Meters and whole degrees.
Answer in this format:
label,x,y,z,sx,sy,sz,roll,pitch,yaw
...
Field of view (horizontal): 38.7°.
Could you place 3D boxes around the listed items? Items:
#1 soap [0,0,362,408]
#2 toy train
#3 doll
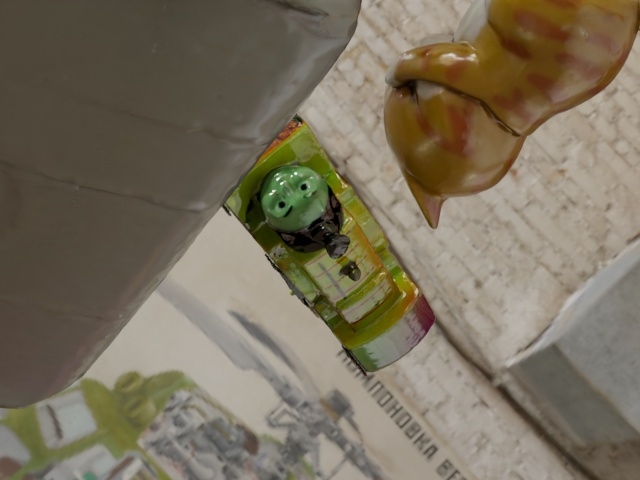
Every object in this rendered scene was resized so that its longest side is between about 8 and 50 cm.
label,x,y,z,sx,sy,sz,roll,pitch,yaw
soap,-0.230,-0.092,0.506,0.350,0.212,0.435,19,-43,-29
toy train,0.000,0.000,0.770,0.160,0.100,0.296,47,-3,34
doll,0.162,-0.155,0.826,0.162,0.270,0.166,44,32,-13
